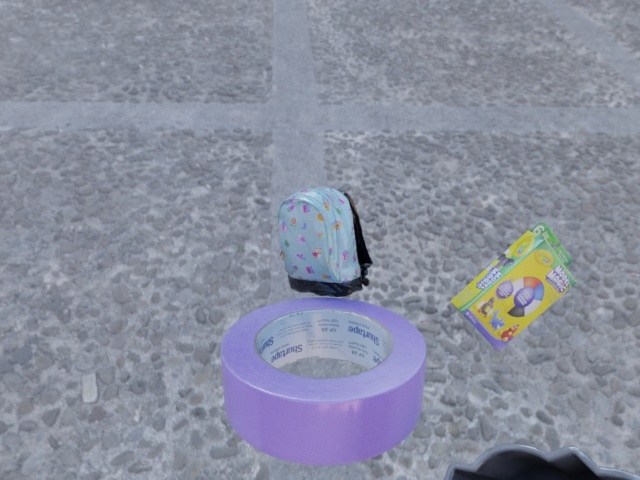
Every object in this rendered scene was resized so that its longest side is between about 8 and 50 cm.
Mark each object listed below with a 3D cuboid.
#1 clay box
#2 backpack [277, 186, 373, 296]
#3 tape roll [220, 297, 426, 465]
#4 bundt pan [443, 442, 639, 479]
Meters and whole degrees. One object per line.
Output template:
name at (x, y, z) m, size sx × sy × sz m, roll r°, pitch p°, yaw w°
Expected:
clay box at (0.363, 0.083, 0.842) m, size 0.222 × 0.127 × 0.053 m, roll -44°, pitch 24°, yaw 6°
backpack at (0.000, 0.000, 0.783) m, size 0.152 × 0.182 × 0.115 m, roll 2°, pitch 14°, yaw 30°
tape roll at (0.004, 0.174, 0.640) m, size 0.275 × 0.090 × 0.275 m, roll 0°, pitch 16°, yaw 0°
bundt pan at (0.231, 0.362, 0.408) m, size 0.124 × 0.331 × 0.330 m, roll 29°, pitch 33°, yaw -38°
